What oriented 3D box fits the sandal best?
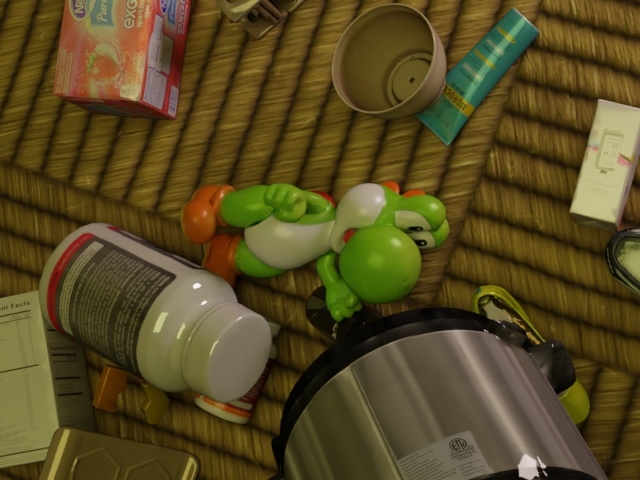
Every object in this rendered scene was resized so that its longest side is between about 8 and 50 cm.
[{"bbox_3d":[0.068,0.145,1.920,0.219,0.060,0.090,35,87,29],"label":"sandal"}]

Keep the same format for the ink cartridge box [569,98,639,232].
[{"bbox_3d":[0.396,-0.118,1.831,0.067,0.115,0.198,15,87,15],"label":"ink cartridge box"}]

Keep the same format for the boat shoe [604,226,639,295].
[{"bbox_3d":[0.517,0.076,1.793,0.303,0.091,0.114,23,90,15],"label":"boat shoe"}]

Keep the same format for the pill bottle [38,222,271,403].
[{"bbox_3d":[-0.226,0.104,1.874,0.319,0.176,0.176,23,90,34],"label":"pill bottle"}]

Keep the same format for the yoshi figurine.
[{"bbox_3d":[-0.007,0.011,1.869,0.362,0.203,0.203,-4,85,17],"label":"yoshi figurine"}]

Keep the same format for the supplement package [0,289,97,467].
[{"bbox_3d":[-0.429,0.205,1.992,0.139,0.134,0.244,-11,82,13],"label":"supplement package"}]

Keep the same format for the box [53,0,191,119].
[{"bbox_3d":[-0.286,-0.340,2.002,0.142,0.154,0.299,6,87,14],"label":"box"}]

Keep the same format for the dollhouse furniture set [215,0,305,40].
[{"bbox_3d":[-0.118,-0.411,1.978,0.129,0.129,0.183,-40,78,7],"label":"dollhouse furniture set"}]

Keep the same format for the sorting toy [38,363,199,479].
[{"bbox_3d":[-0.291,0.339,1.936,0.041,0.229,0.307,17,88,59],"label":"sorting toy"}]

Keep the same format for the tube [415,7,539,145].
[{"bbox_3d":[0.223,-0.237,1.924,0.207,0.052,0.080,-48,65,11],"label":"tube"}]

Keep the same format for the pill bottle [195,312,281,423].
[{"bbox_3d":[-0.115,0.180,1.942,0.086,0.086,0.152,23,91,15],"label":"pill bottle"}]

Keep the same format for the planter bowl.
[{"bbox_3d":[0.113,-0.239,1.904,0.162,0.109,0.162,-10,71,30],"label":"planter bowl"}]

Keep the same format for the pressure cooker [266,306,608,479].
[{"bbox_3d":[0.149,0.287,1.677,0.375,0.370,0.420,-65,32,29],"label":"pressure cooker"}]

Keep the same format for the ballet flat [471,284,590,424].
[{"bbox_3d":[0.282,0.158,1.851,0.077,0.077,0.231,-37,77,6],"label":"ballet flat"}]
